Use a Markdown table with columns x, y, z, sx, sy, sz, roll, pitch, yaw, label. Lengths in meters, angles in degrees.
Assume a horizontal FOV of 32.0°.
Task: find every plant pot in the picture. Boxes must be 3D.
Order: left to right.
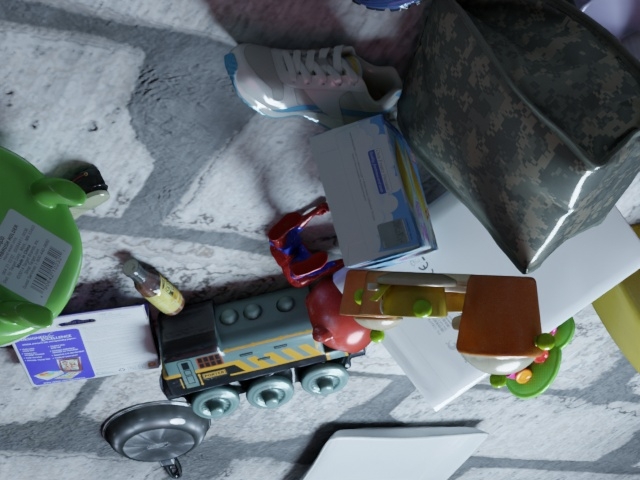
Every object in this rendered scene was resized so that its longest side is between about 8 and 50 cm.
| x | y | z | sx | sy | sz | roll | pitch | yaw | label |
| --- | --- | --- | --- | --- | --- | --- | --- | --- | --- |
| 0.556 | 0.097 | 1.758 | 0.212 | 0.187 | 0.212 | -14 | 148 | 3 | plant pot |

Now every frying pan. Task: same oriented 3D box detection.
| x | y | z | sx | sy | sz | roll | pitch | yaw | label |
| --- | --- | --- | --- | --- | --- | --- | --- | --- | --- |
| -0.316 | 0.388 | 2.074 | 0.197 | 0.053 | 0.326 | 4 | 141 | -21 | frying pan |

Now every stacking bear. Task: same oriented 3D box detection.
| x | y | z | sx | sy | sz | roll | pitch | yaw | label |
| --- | --- | --- | --- | --- | --- | --- | --- | --- | --- |
| 0.122 | 0.075 | 1.593 | 0.289 | 0.175 | 0.164 | -18 | 132 | 2 | stacking bear |

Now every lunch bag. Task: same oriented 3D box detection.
| x | y | z | sx | sy | sz | roll | pitch | yaw | label |
| --- | --- | --- | --- | --- | --- | --- | --- | --- | --- |
| 0.214 | -0.148 | 1.227 | 0.169 | 0.287 | 0.235 | -32 | 160 | -25 | lunch bag |

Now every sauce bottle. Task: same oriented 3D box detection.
| x | y | z | sx | sy | sz | roll | pitch | yaw | label |
| --- | --- | --- | --- | --- | --- | --- | --- | --- | --- |
| -0.240 | 0.066 | 1.601 | 0.042 | 0.042 | 0.128 | -20 | 148 | 13 | sauce bottle |

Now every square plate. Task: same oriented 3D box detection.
| x | y | z | sx | sy | sz | roll | pitch | yaw | label |
| --- | --- | --- | --- | --- | --- | --- | --- | --- | --- |
| 0.125 | 0.464 | 2.317 | 0.347 | 0.049 | 0.344 | 3 | 145 | -20 | square plate |

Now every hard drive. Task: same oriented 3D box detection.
| x | y | z | sx | sy | sz | roll | pitch | yaw | label |
| --- | --- | --- | --- | --- | --- | --- | --- | --- | --- |
| 0.226 | 0.035 | 1.480 | 0.353 | 0.047 | 0.233 | -37 | 100 | 8 | hard drive |

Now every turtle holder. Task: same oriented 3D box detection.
| x | y | z | sx | sy | sz | roll | pitch | yaw | label |
| --- | --- | --- | --- | --- | --- | --- | --- | --- | --- |
| -0.448 | 0.011 | 1.278 | 0.320 | 0.243 | 0.227 | 3 | 163 | -36 | turtle holder |

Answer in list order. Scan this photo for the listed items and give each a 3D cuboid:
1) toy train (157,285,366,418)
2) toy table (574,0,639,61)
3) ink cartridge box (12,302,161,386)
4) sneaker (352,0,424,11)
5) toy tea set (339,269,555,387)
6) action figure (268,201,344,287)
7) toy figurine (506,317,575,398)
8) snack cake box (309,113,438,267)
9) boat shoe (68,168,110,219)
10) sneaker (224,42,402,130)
| x | y | z | sx | sy | sz | roll | pitch | yaw | label |
| --- | --- | --- | --- | --- | --- | --- | --- | --- | --- |
| -0.096 | 0.164 | 1.719 | 0.334 | 0.142 | 0.190 | -12 | 138 | 1 | toy train |
| 0.398 | -0.180 | 1.313 | 0.274 | 0.161 | 0.252 | 18 | 137 | -39 | toy table |
| -0.355 | 0.146 | 1.685 | 0.206 | 0.045 | 0.208 | -7 | 149 | -6 | ink cartridge box |
| 0.114 | -0.311 | 1.116 | 0.221 | 0.083 | 0.087 | -29 | 130 | 16 | sneaker |
| 0.129 | 0.100 | 1.310 | 0.200 | 0.124 | 0.336 | 2 | 179 | -11 | toy tea set |
| 0.000 | 0.000 | 1.498 | 0.139 | 0.091 | 0.280 | -31 | 177 | -7 | action figure |
| 0.320 | 0.166 | 1.883 | 0.159 | 0.130 | 0.173 | 26 | 111 | -31 | toy figurine |
| 0.071 | -0.049 | 1.323 | 0.089 | 0.152 | 0.264 | -17 | 176 | 10 | snack cake box |
| -0.323 | -0.047 | 1.406 | 0.133 | 0.042 | 0.049 | -27 | 165 | 23 | boat shoe |
| -0.008 | -0.184 | 1.254 | 0.229 | 0.087 | 0.092 | 8 | 146 | -43 | sneaker |
